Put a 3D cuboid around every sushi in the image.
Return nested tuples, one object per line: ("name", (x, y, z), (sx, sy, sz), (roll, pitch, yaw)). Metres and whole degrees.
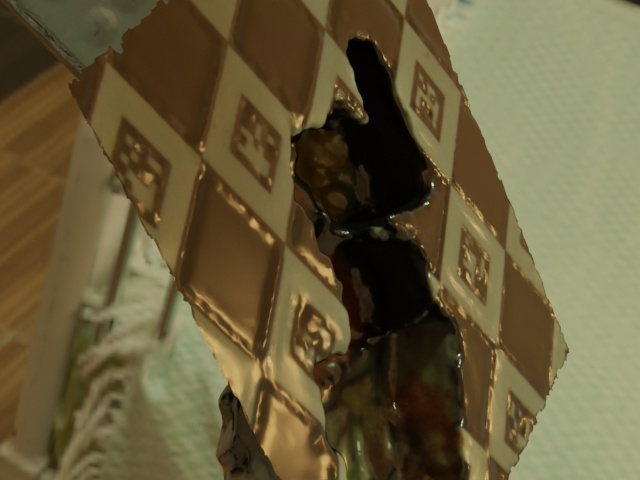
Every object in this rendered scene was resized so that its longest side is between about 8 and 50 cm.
("sushi", (0.000, 0.000, 0.715), (0.059, 0.292, 0.294), (-14, 21, 30))

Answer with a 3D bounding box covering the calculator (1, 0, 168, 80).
("calculator", (-0.088, -0.218, 0.841), (0.021, 0.161, 0.262), (5, 55, 55))
